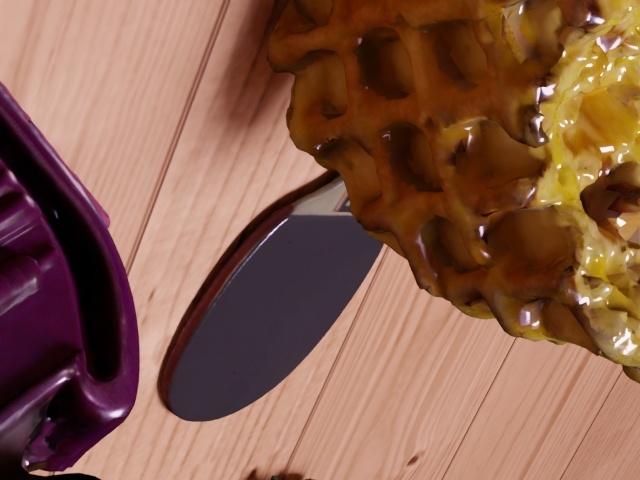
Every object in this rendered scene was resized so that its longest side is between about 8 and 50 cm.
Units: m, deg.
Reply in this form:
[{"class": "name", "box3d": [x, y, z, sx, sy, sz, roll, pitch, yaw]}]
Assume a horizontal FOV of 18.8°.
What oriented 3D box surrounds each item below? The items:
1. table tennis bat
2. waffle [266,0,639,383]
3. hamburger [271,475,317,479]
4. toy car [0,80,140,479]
[{"class": "table tennis bat", "box3d": [0.000, 0.000, 1.116, 0.274, 0.021, 0.154, -56, 154, 19]}, {"class": "waffle", "box3d": [0.119, -0.109, 0.875, 0.151, 0.261, 0.324, -30, 152, -49]}, {"class": "hamburger", "box3d": [-0.054, 0.306, 1.325, 0.211, 0.132, 0.309, -31, 151, -38]}, {"class": "toy car", "box3d": [-0.237, 0.076, 0.611, 0.340, 0.271, 0.240, -35, 176, -41]}]
